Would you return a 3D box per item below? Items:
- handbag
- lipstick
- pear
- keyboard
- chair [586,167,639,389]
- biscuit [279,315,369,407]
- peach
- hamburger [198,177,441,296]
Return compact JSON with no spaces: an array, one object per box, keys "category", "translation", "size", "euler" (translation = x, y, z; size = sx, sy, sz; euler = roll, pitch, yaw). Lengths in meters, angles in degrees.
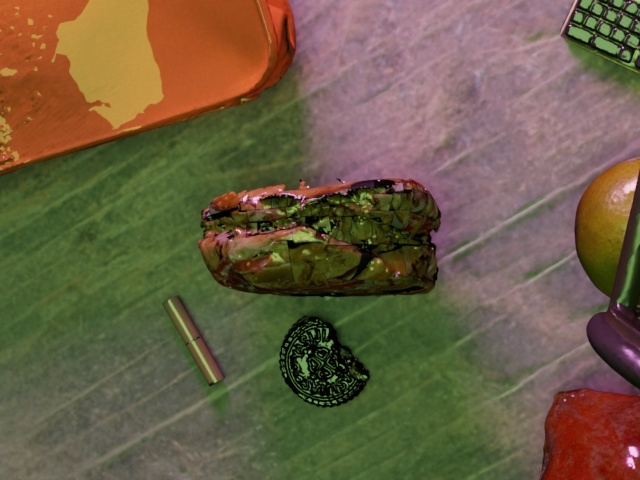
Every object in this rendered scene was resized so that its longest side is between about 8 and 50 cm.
[{"category":"handbag","translation":[-0.247,-0.231,1.758],"size":[0.410,0.116,0.304],"euler":[-15,100,15]},{"category":"lipstick","translation":[-0.124,0.098,1.831],"size":[0.019,0.019,0.094],"euler":[-30,88,12]},{"category":"pear","translation":[0.276,-0.012,1.673],"size":[0.104,0.141,0.141],"euler":[3,95,-7]},{"category":"keyboard","translation":[0.328,-0.309,1.702],"size":[0.106,0.027,0.317],"euler":[25,98,10]},{"category":"chair","translation":[0.434,-0.025,1.459],"size":[0.364,0.362,0.410],"euler":[35,103,44]},{"category":"biscuit","translation":[0.004,0.116,1.800],"size":[0.089,0.027,0.087],"euler":[7,96,12]},{"category":"peach","translation":[0.289,0.236,1.649],"size":[0.232,0.232,0.257],"euler":[-35,83,12]},{"category":"hamburger","translation":[0.000,0.000,1.699],"size":[0.231,0.231,0.107],"euler":[-2,89,12]}]
